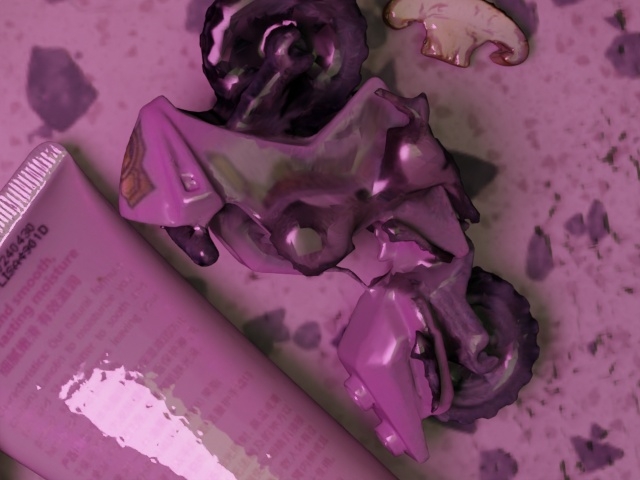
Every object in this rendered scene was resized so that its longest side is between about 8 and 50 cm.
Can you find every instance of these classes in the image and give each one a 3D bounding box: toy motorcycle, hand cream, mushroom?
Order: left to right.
[{"bbox_3d":[-0.090,0.118,0.915,0.359,0.118,0.185,39,91,-1],"label":"hand cream"},{"bbox_3d":[0.000,0.000,0.903,0.188,0.143,0.327,-35,109,-10],"label":"toy motorcycle"},{"bbox_3d":[0.090,-0.141,0.972,0.101,0.019,0.049,19,88,-7],"label":"mushroom"}]
